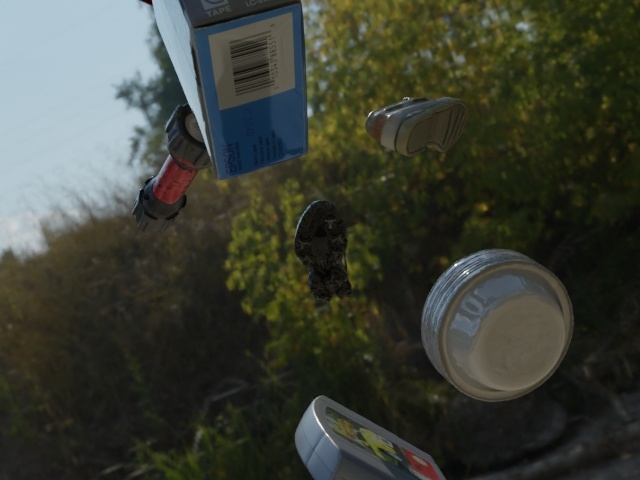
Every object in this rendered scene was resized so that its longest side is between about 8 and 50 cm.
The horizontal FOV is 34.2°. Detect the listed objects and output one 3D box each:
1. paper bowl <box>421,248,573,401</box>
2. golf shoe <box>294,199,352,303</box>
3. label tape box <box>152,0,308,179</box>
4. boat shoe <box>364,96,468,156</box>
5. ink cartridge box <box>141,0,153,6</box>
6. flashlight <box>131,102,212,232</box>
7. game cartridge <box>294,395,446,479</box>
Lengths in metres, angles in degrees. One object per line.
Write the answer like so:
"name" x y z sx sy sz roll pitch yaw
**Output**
"paper bowl" 0.344 0.168 1.958 0.284 0.284 0.148 -21 20 -12
"golf shoe" 0.000 0.000 1.477 0.077 0.094 0.198 -6 -41 -1
"label tape box" -0.116 -0.264 1.033 0.105 0.334 0.241 -18 -27 -9
"boat shoe" 0.191 -0.232 2.009 0.103 0.113 0.302 24 19 24
"ink cartridge box" -0.421 -0.626 2.247 0.272 0.309 0.130 -66 0 -70
"flashlight" -0.229 -0.106 1.657 0.103 0.103 0.304 -5 -25 -30
"game cartridge" 0.063 0.270 1.254 0.060 0.196 0.294 -64 6 2
